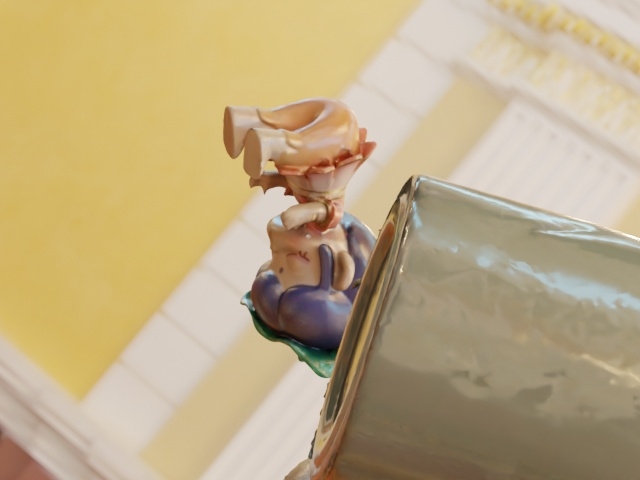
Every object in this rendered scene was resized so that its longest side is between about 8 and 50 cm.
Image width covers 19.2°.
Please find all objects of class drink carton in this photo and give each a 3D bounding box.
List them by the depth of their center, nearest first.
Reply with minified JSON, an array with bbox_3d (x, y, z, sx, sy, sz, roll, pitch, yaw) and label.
[{"bbox_3d":[0.104,0.067,0.799,0.190,0.191,0.185,18,-11,-4],"label":"drink carton"}]

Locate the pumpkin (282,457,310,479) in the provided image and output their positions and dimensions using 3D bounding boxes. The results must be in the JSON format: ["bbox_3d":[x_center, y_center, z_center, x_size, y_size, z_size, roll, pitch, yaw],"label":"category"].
[{"bbox_3d":[0.082,0.305,1.399,0.320,0.320,0.192,40,10,0],"label":"pumpkin"}]

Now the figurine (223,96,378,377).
[{"bbox_3d":[0.000,0.000,1.250,0.111,0.102,0.195,-130,-148,-55],"label":"figurine"}]
